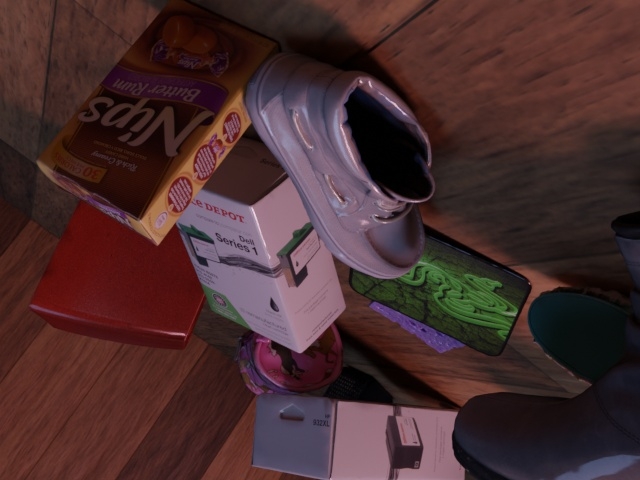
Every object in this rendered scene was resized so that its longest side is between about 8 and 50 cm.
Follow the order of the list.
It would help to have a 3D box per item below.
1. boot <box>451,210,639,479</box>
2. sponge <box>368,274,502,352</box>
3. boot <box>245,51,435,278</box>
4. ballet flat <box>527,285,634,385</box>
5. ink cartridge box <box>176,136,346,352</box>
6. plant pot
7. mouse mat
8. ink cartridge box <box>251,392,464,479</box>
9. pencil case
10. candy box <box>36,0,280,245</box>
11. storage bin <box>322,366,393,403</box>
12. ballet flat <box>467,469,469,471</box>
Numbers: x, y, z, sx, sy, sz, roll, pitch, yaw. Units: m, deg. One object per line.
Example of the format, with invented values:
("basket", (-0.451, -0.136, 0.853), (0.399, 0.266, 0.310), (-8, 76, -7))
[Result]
("boot", (0.222, 0.081, 0.537), (0.338, 0.118, 0.222), (0, 108, 46))
("sponge", (0.136, 0.083, 0.945), (0.117, 0.031, 0.210), (34, 164, -1))
("boot", (0.045, -0.040, 0.649), (0.123, 0.095, 0.258), (25, 162, 49))
("ballet flat", (0.277, 0.091, 0.631), (0.077, 0.091, 0.241), (5, -173, -34))
("ink cartridge box", (-0.076, 0.000, 0.892), (0.160, 0.092, 0.219), (20, 140, 37))
("plant pot", (-0.301, 0.053, 1.334), (0.236, 0.267, 0.267), (22, 164, -4))
("mouse mat", (0.118, 0.047, 0.833), (0.190, 0.007, 0.152), (24, 145, 15))
("ink cartridge box", (0.068, 0.342, 1.363), (0.308, 0.129, 0.223), (14, 165, -37))
("pencil case", (-0.067, 0.217, 1.498), (0.167, 0.160, 0.386), (-10, 170, -14))
("candy box", (-0.125, -0.101, 0.643), (0.109, 0.186, 0.053), (28, 163, 17))
("storage bin", (0.058, 0.371, 1.645), (0.084, 0.180, 0.122), (17, 157, 42))
("ballet flat", (0.292, 0.455, 1.629), (0.232, 0.073, 0.080), (33, 163, 4))
